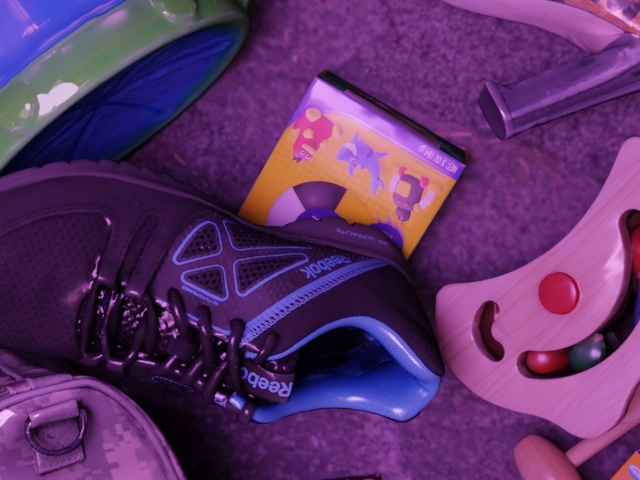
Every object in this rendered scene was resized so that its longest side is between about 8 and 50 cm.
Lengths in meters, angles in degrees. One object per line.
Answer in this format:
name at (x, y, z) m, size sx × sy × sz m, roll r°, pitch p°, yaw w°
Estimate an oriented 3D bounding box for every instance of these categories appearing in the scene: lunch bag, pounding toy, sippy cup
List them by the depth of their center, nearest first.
sippy cup at (-0.205, -0.165, 0.775) m, size 0.224 × 0.305 × 0.240 m, roll 52°, pitch 131°, yaw 2°
lunch bag at (-0.207, 0.201, 0.824) m, size 0.212 × 0.305 × 0.256 m, roll -8°, pitch 95°, yaw -25°
pounding toy at (0.193, 0.051, 0.825) m, size 0.154 × 0.155 × 0.269 m, roll 41°, pitch 114°, yaw 28°

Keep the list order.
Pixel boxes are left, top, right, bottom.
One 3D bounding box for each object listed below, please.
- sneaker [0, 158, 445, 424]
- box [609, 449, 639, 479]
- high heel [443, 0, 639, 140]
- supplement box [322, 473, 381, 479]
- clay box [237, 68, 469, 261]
sneaker at (-0.077, 0.039, 0.713) m, size 0.341 × 0.139 × 0.125 m, roll 5°, pitch 121°, yaw -23°
box at (0.227, 0.203, 0.856) m, size 0.136 × 0.081 × 0.028 m, roll -52°, pitch 55°, yaw 19°
high heel at (0.160, -0.214, 0.783) m, size 0.186 × 0.093 × 0.261 m, roll -21°, pitch 86°, yaw -7°
supplement box at (0.003, 0.282, 0.834) m, size 0.073 × 0.239 × 0.130 m, roll -7°, pitch 102°, yaw 14°
clay box at (0.000, 0.000, 0.863) m, size 0.127 × 0.053 × 0.222 m, roll 30°, pitch 107°, yaw 1°
